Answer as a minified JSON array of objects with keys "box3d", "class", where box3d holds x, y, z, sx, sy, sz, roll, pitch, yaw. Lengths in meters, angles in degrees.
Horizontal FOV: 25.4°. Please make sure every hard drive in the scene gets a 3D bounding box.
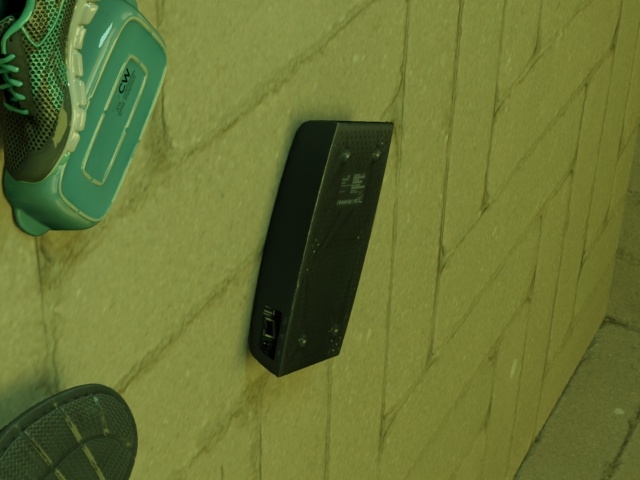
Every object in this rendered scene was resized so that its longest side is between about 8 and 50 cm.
[{"box3d":[0.000,0.000,1.423,0.172,0.054,0.255,-11,116,-66],"class":"hard drive"}]

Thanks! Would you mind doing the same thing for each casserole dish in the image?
[{"box3d":[-0.157,-0.088,0.993,0.114,0.037,0.188,46,62,-67],"class":"casserole dish"}]

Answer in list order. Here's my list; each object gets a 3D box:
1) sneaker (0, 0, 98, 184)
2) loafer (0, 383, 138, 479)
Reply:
[{"box3d":[-0.186,-0.117,0.886,0.076,0.065,0.166,-3,106,-50],"class":"sneaker"},{"box3d":[-0.237,0.203,0.976,0.109,0.095,0.302,62,35,-19],"class":"loafer"}]
